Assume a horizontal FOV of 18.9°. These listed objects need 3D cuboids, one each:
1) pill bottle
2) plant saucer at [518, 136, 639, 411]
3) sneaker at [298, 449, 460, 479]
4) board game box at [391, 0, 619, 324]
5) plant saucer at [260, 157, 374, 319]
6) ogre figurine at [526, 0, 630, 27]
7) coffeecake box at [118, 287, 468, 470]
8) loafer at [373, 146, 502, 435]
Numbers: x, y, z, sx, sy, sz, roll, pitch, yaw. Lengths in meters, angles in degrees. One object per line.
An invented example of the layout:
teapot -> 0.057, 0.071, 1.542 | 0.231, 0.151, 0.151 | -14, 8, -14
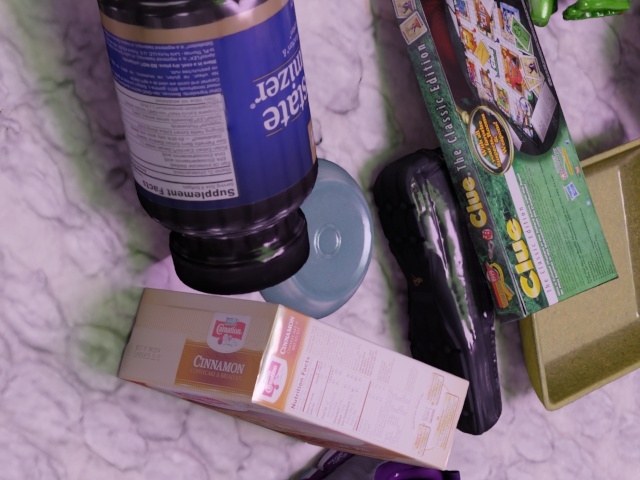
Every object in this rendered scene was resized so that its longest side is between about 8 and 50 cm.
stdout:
pill bottle -> -0.067, -0.080, 1.239 | 0.123, 0.123, 0.219 | -34, 129, -35
plant saucer -> 0.218, 0.021, 1.569 | 0.188, 0.045, 0.188 | -20, 107, -39
sneaker -> -0.001, 0.213, 1.353 | 0.224, 0.098, 0.083 | -40, 119, -33
board game box -> 0.140, -0.077, 1.443 | 0.136, 0.030, 0.259 | -17, 88, -51
plant saucer -> 0.000, 0.000, 1.386 | 0.119, 0.021, 0.119 | -4, 96, -42
ogre figurine -> 0.242, -0.242, 1.515 | 0.097, 0.197, 0.118 | 3, 74, -69
coffeecake box -> -0.017, 0.094, 1.297 | 0.185, 0.142, 0.068 | 24, 77, -40
loafer -> 0.105, 0.038, 1.447 | 0.078, 0.076, 0.223 | -22, 105, -31
